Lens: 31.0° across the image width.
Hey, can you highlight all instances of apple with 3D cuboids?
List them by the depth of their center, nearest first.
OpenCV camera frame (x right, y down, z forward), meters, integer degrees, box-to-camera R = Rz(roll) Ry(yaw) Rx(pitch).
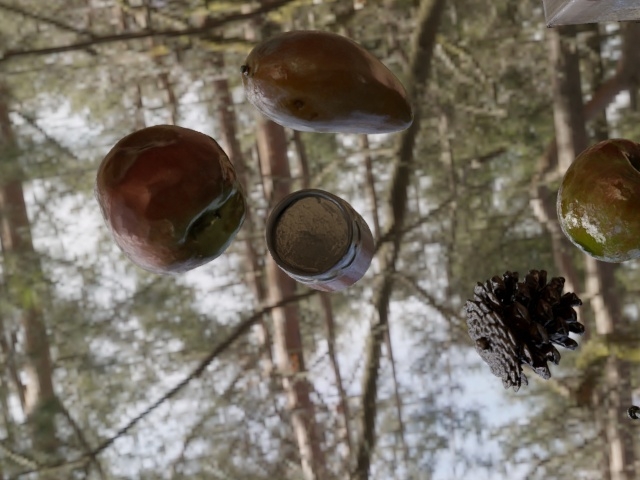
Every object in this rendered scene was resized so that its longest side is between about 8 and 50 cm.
[{"bbox_3d":[0.470,-0.059,1.810,0.196,0.195,0.196,-8,-169,1],"label":"apple"}]

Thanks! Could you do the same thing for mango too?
[{"bbox_3d":[0.020,-0.302,2.269,0.384,0.198,0.221,13,172,-28],"label":"mango"}]

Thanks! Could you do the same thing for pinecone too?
[{"bbox_3d":[0.339,0.138,1.896,0.208,0.207,0.208,-8,-169,1],"label":"pinecone"}]

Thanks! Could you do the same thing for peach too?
[{"bbox_3d":[-0.225,-0.063,1.654,0.214,0.214,0.235,-15,-147,-32],"label":"peach"}]

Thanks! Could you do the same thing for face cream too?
[{"bbox_3d":[0.000,0.000,2.163,0.175,0.175,0.195,-5,169,14],"label":"face cream"}]

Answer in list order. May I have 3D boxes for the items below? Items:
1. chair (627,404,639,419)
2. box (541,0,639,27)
[{"bbox_3d":[0.857,0.285,2.179,0.365,0.361,0.410,20,-172,-1],"label":"chair"},{"bbox_3d":[0.494,-0.432,1.868,0.203,0.106,0.252,-4,173,-9],"label":"box"}]
